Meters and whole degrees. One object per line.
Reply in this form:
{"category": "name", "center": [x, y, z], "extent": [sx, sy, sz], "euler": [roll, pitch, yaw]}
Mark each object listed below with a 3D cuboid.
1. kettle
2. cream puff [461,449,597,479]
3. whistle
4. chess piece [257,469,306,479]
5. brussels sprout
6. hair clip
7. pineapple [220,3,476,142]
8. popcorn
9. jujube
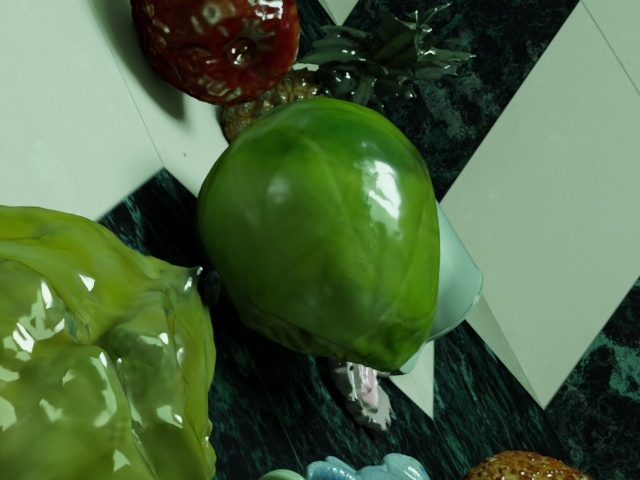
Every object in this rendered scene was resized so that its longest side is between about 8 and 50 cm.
{"category": "kettle", "center": [0.098, 0.007, 1.617], "extent": [0.318, 0.205, 0.265], "euler": [55, 11, -30]}
{"category": "cream puff", "center": [0.337, 0.446, 1.500], "extent": [0.350, 0.229, 0.350], "euler": [52, 17, -24]}
{"category": "whistle", "center": [0.057, 0.288, 1.095], "extent": [0.180, 0.093, 0.269], "euler": [37, 11, 8]}
{"category": "chess piece", "center": [-0.052, 0.242, 0.883], "extent": [0.059, 0.059, 0.149], "euler": [60, 19, 0]}
{"category": "brussels sprout", "center": [0.000, 0.000, 1.186], "extent": [0.344, 0.268, 0.344], "euler": [-11, 90, -88]}
{"category": "hair clip", "center": [0.067, 0.104, 1.431], "extent": [0.173, 0.069, 0.300], "euler": [42, 52, -50]}
{"category": "pineapple", "center": [0.033, -0.228, 1.521], "extent": [0.165, 0.364, 0.165], "euler": [50, 21, -27]}
{"category": "popcorn", "center": [-0.148, 0.088, 0.515], "extent": [0.252, 0.215, 0.286], "euler": [50, 11, -12]}
{"category": "jujube", "center": [-0.142, -0.290, 1.364], "extent": [0.213, 0.213, 0.232], "euler": [47, 8, -43]}
